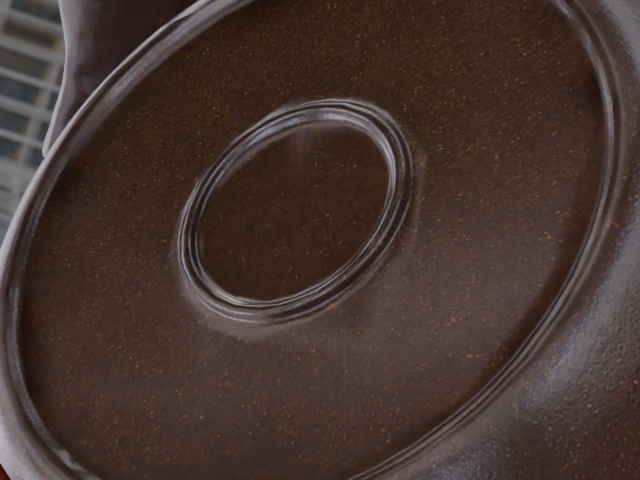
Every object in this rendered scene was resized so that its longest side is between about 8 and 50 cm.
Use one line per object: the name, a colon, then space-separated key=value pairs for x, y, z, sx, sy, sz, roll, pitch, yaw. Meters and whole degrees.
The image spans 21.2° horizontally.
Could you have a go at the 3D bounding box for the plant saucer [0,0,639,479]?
plant saucer: x=0.000 y=0.000 z=0.582 sx=0.050 sy=0.310 sz=0.310 roll=49 pitch=-132 yaw=-46

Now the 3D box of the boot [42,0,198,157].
boot: x=-0.031 y=-0.131 z=0.979 sx=0.090 sy=0.248 sz=0.207 roll=-125 pitch=42 yaw=-58

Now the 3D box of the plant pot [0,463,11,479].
plant pot: x=-0.156 y=0.211 z=0.354 sx=0.236 sy=0.267 sz=0.267 roll=-36 pitch=-6 yaw=13
